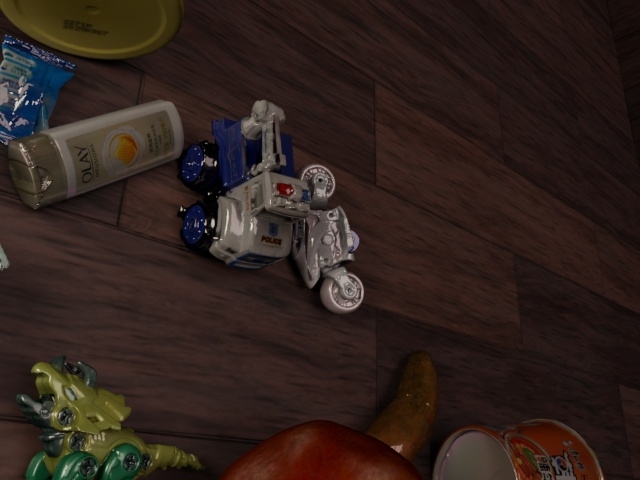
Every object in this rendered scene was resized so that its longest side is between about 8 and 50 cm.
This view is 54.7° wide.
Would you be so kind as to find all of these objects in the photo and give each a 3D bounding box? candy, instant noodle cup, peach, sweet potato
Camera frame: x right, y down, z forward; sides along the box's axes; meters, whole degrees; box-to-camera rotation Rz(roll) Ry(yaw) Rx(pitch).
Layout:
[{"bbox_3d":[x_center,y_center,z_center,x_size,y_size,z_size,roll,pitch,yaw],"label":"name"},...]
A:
[{"bbox_3d":[-0.358,-0.174,0.754,0.088,0.038,0.136,21,70,-34],"label":"candy"},{"bbox_3d":[0.327,0.425,1.067,0.192,0.250,0.250,17,63,-31],"label":"instant noodle cup"},{"bbox_3d":[0.003,0.363,0.722,0.332,0.308,0.307,-29,96,-50],"label":"peach"},{"bbox_3d":[0.145,0.291,1.038,0.097,0.097,0.292,59,36,-10],"label":"sweet potato"}]

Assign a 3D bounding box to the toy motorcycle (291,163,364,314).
[{"bbox_3d":[0.000,0.000,1.009,0.112,0.112,0.254,-11,84,-46],"label":"toy motorcycle"}]

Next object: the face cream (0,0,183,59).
[{"bbox_3d":[-0.280,-0.360,0.770,0.218,0.218,0.179,11,68,-42],"label":"face cream"}]

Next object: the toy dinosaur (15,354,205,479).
[{"bbox_3d":[-0.233,0.244,0.686,0.259,0.094,0.153,44,52,-35],"label":"toy dinosaur"}]

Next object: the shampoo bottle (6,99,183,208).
[{"bbox_3d":[-0.276,-0.116,0.789,0.227,0.056,0.086,-31,128,-47],"label":"shampoo bottle"}]

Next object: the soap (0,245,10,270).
[{"bbox_3d":[-0.439,0.016,0.559,0.261,0.094,0.150,34,53,-31],"label":"soap"}]

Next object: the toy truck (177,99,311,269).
[{"bbox_3d":[-0.091,-0.072,0.877,0.161,0.177,0.213,10,67,-43],"label":"toy truck"}]
